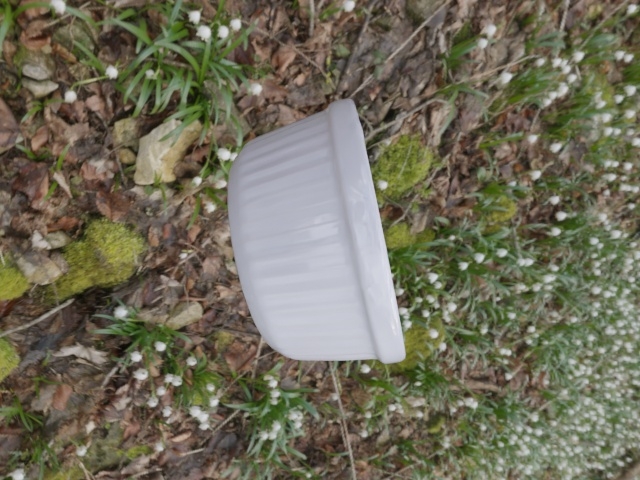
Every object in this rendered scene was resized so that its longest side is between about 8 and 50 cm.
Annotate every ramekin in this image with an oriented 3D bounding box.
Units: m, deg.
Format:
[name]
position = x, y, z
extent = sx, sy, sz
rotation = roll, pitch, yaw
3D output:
[ramekin]
position = 0.000, 0.000, 0.443
extent = 0.273, 0.127, 0.273
rotation = -12, 90, -84
